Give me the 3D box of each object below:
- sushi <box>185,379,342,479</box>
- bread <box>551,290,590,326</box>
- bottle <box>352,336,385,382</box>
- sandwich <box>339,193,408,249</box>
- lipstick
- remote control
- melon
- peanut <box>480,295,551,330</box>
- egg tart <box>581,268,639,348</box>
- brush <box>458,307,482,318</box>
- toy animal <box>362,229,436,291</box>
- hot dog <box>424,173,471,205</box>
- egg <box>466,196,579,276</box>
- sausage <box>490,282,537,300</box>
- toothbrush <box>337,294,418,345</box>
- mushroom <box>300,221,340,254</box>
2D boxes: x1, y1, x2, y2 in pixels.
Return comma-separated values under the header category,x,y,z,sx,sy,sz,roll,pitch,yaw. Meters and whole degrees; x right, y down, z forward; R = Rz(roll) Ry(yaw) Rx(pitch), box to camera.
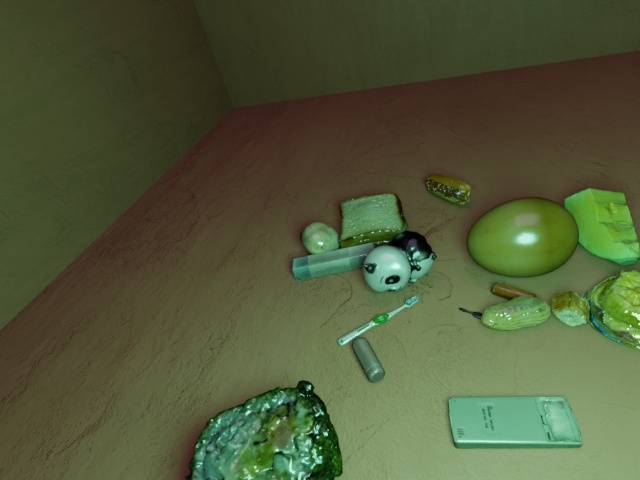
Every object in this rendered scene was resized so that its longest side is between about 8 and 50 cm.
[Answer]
category,x,y,z,sx,sy,sz,roll,pitch,yaw
sushi,-0.124,0.530,0.988,0.351,0.178,0.294,-23,38,-5
bread,0.696,0.192,1.166,0.083,0.077,0.070,35,57,-5
bottle,0.139,0.348,1.221,0.053,0.053,0.140,-22,36,-6
sandwich,0.212,-0.076,1.706,0.271,0.099,0.301,-7,34,6
lipstick,0.053,0.081,1.590,0.317,0.066,0.068,-12,36,7
remote control,0.458,0.435,0.998,0.285,0.038,0.123,-7,39,11
melon,0.923,-0.031,1.337,0.196,0.124,0.324,3,49,12
peanut,0.562,0.209,1.203,0.194,0.083,0.093,-10,51,8
egg tart,0.865,0.167,1.118,0.290,0.107,0.291,-11,36,8
brush,0.467,0.224,1.286,0.083,0.008,0.024,17,50,38
toy animal,0.253,0.082,1.406,0.235,0.187,0.165,-29,62,-21
hot dog,0.535,-0.220,1.757,0.076,0.102,0.249,3,23,-37
egg,0.630,-0.007,1.316,0.322,0.250,0.250,-10,37,20
sausage,0.592,0.165,1.284,0.131,0.041,0.039,16,69,38
toothbrush,0.188,0.259,1.343,0.303,0.030,0.030,-28,38,-10
mushroom,0.000,0.000,1.674,0.166,0.127,0.166,8,38,-6
